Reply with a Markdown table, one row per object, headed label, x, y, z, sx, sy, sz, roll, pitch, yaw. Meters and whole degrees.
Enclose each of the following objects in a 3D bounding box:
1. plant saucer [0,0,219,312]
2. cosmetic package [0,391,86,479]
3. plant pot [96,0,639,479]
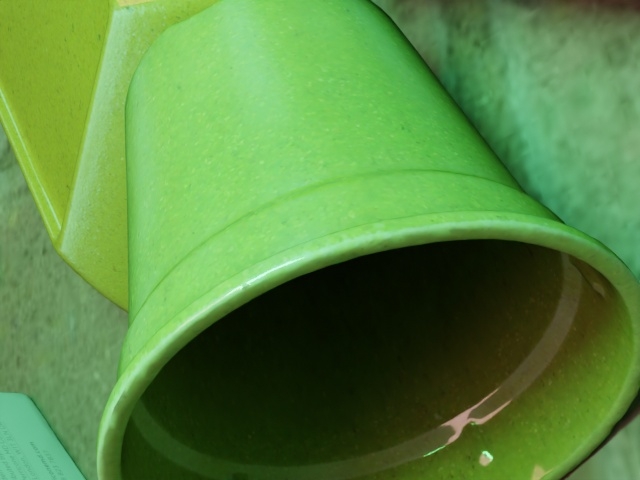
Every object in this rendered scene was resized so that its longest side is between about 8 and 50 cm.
| label | x | y | z | sx | sy | sz | roll | pitch | yaw |
| --- | --- | --- | --- | --- | --- | --- | --- | --- | --- |
| plant saucer | -0.174 | -0.154 | 0.934 | 0.333 | 0.081 | 0.333 | 59 | 142 | 34 |
| cosmetic package | -0.417 | 0.240 | 0.930 | 0.161 | 0.453 | 0.230 | 43 | 115 | 41 |
| plant pot | 0.000 | 0.000 | 0.696 | 0.276 | 0.276 | 0.254 | -49 | 41 | 30 |
